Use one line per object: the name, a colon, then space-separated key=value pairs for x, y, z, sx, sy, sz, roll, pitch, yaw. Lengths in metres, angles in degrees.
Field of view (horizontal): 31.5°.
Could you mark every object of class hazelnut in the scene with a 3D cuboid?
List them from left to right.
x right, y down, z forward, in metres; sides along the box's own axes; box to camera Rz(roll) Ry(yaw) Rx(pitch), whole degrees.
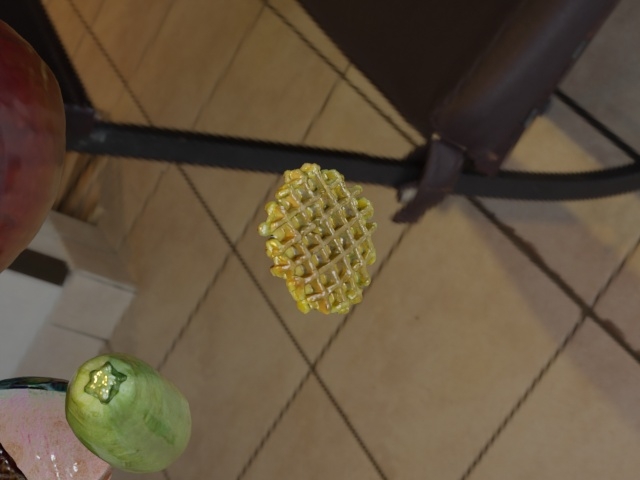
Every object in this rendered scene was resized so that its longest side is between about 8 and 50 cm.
hazelnut: x=-0.514 y=-0.092 z=1.447 sx=0.429 sy=0.402 sz=0.402 roll=-51 pitch=37 yaw=4

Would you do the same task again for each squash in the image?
squash: x=-0.213 y=0.182 z=1.212 sx=0.370 sy=0.118 sz=0.118 roll=80 pitch=-159 yaw=-73

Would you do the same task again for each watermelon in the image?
watermelon: x=-0.435 y=0.299 z=1.696 sx=0.319 sy=0.292 sz=0.222 roll=-61 pitch=-3 yaw=14

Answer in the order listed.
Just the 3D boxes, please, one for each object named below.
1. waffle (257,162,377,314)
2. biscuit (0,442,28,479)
waffle: x=0.003 y=-0.002 z=1.385 sx=0.038 sy=0.191 sz=0.191 roll=-9 pitch=65 yaw=47
biscuit: x=-0.350 y=0.372 z=1.312 sx=0.073 sy=0.388 sz=0.107 roll=-19 pitch=17 yaw=43
